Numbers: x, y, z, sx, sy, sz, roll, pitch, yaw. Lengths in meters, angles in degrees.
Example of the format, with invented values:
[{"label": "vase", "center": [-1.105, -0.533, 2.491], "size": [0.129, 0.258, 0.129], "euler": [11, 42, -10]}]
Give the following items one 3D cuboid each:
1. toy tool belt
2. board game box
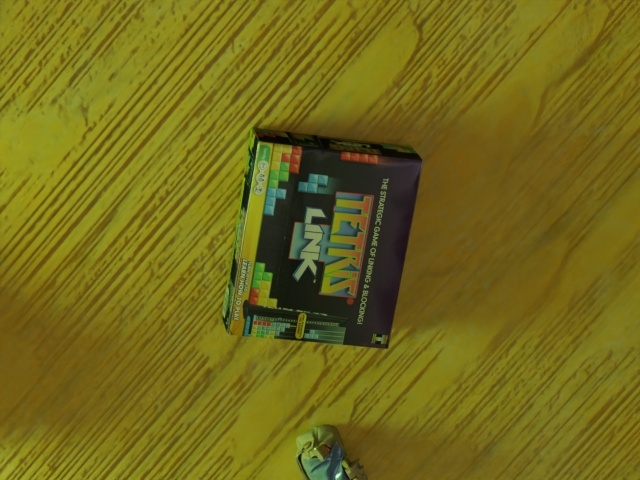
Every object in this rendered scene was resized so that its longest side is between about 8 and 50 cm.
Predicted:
[{"label": "toy tool belt", "center": [0.012, 0.204, 1.517], "size": [0.052, 0.051, 0.083], "euler": [-32, 112, 1]}, {"label": "board game box", "center": [0.000, 0.000, 1.447], "size": [0.141, 0.048, 0.170], "euler": [6, 108, -12]}]
